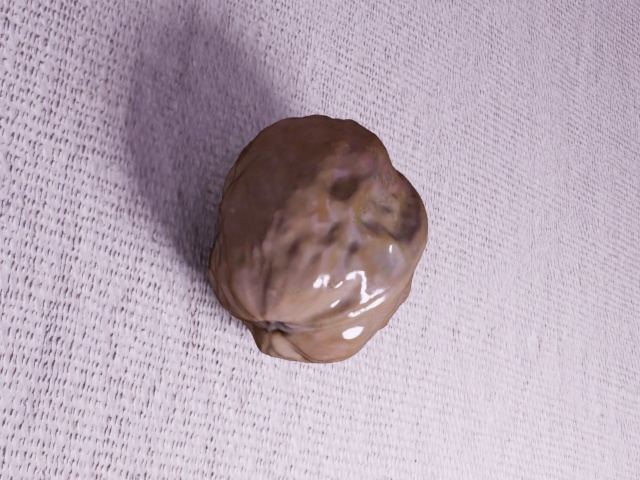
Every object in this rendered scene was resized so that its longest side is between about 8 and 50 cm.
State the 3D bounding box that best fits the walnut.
[{"bbox_3d":[-0.002,-0.002,1.042,0.273,0.227,0.273,18,62,-38],"label":"walnut"}]
